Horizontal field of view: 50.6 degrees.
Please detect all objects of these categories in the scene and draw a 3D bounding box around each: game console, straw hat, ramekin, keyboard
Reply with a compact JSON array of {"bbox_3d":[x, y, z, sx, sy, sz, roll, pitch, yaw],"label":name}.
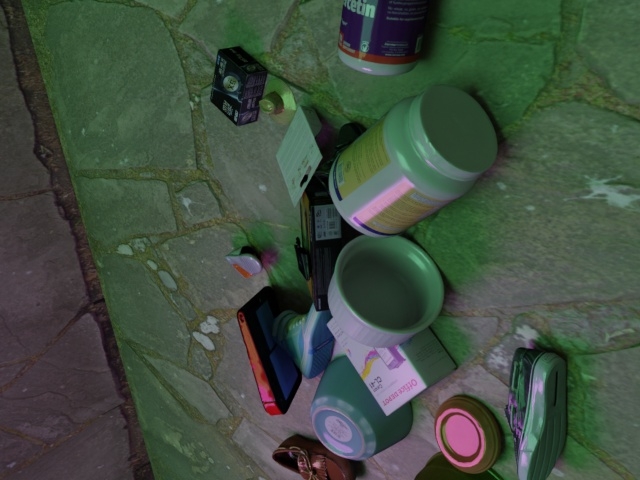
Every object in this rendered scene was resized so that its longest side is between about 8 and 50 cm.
[{"bbox_3d":[-0.149,0.334,2.108,0.060,0.386,0.341,-14,95,9],"label":"game console"},{"bbox_3d":[-0.138,-0.388,1.921,0.145,0.061,0.144,27,128,40],"label":"straw hat"},{"bbox_3d":[0.151,0.130,1.670,0.277,0.277,0.135,53,148,18],"label":"ramekin"},{"bbox_3d":[-0.049,0.044,1.850,0.180,0.023,0.108,-143,41,-78],"label":"keyboard"}]

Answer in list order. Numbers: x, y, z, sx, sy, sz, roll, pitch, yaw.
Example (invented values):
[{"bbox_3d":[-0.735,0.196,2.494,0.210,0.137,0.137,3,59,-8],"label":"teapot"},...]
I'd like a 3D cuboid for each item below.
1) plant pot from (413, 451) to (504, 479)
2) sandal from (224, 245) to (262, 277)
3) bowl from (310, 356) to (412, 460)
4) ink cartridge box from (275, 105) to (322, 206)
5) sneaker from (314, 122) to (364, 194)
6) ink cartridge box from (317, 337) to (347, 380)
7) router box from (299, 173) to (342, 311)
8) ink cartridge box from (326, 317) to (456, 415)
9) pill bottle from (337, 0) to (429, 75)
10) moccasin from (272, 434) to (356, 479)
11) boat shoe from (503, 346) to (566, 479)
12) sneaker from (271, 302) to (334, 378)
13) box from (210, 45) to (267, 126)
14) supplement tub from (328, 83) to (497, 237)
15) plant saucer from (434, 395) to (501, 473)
[{"bbox_3d":[0.299,0.800,1.759,0.367,0.353,0.366,27,128,41],"label":"plant pot"},{"bbox_3d":[-0.234,0.064,2.254,0.102,0.076,0.265,50,157,-15],"label":"sandal"},{"bbox_3d":[0.093,0.512,1.964,0.312,0.163,0.311,18,126,28],"label":"bowl"},{"bbox_3d":[-0.043,-0.223,1.808,0.181,0.056,0.224,-60,38,36],"label":"ink cartridge box"},{"bbox_3d":[0.054,-0.201,1.671,0.087,0.130,0.227,-11,68,40],"label":"sneaker"},{"bbox_3d":[0.050,0.353,2.077,0.171,0.056,0.235,36,135,35],"label":"ink cartridge box"},{"bbox_3d":[0.000,0.000,1.841,0.243,0.081,0.308,-112,18,-65],"label":"router box"},{"bbox_3d":[0.183,0.280,1.818,0.306,0.131,0.226,56,141,17],"label":"ink cartridge box"},{"bbox_3d":[0.141,-0.523,1.414,0.181,0.182,0.322,34,132,35],"label":"pill bottle"},{"bbox_3d":[-0.027,0.759,2.302,0.380,0.147,0.139,8,114,48],"label":"moccasin"},{"bbox_3d":[0.483,0.396,1.545,0.119,0.121,0.335,22,114,52],"label":"boat shoe"},{"bbox_3d":[-0.058,0.245,2.011,0.208,0.127,0.318,39,134,31],"label":"sneaker"},{"bbox_3d":[-0.244,-0.455,2.001,0.147,0.078,0.180,45,137,26],"label":"box"},{"bbox_3d":[0.196,-0.167,1.481,0.331,0.241,0.241,-35,80,52],"label":"supplement tub"},{"bbox_3d":[0.369,0.502,1.742,0.200,0.037,0.199,5,97,48],"label":"plant saucer"}]
